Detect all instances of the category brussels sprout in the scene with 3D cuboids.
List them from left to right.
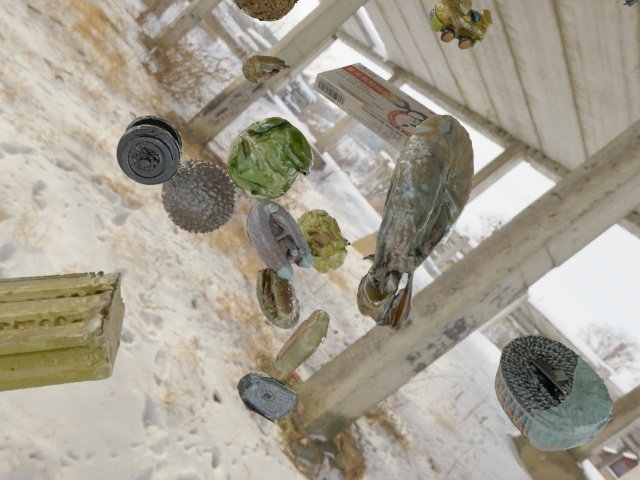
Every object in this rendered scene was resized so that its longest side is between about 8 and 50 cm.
[{"bbox_3d":[-0.169,-0.261,1.474,0.294,0.259,0.227,35,-3,32],"label":"brussels sprout"}]

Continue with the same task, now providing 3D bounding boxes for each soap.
[{"bbox_3d":[-0.460,0.132,0.663,0.199,0.315,0.091,-127,-145,-62],"label":"soap"}]

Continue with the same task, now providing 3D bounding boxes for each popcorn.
[{"bbox_3d":[0.000,0.000,1.979,0.286,0.215,0.252,59,-10,12],"label":"popcorn"}]

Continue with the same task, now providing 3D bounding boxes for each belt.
[{"bbox_3d":[0.540,0.358,1.085,0.257,0.207,0.150,54,-14,43],"label":"belt"}]

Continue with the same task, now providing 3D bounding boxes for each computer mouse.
[{"bbox_3d":[-0.167,0.483,1.449,0.231,0.126,0.071,40,-2,-29],"label":"computer mouse"}]

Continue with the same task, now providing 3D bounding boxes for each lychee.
[{"bbox_3d":[-0.462,-0.165,1.712,0.300,0.300,0.300,49,7,-8],"label":"lychee"}]

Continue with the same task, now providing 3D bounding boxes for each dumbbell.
[{"bbox_3d":[-0.541,-0.290,1.467,0.192,0.192,0.290,47,9,-27],"label":"dumbbell"}]

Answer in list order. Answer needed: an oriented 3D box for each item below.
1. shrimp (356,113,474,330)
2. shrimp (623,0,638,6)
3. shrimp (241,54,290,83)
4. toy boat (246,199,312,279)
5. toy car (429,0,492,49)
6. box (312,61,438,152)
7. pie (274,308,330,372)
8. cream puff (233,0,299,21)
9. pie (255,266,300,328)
[{"bbox_3d":[0.189,-0.042,0.868,0.110,0.445,0.221,7,-29,46],"label":"shrimp"},{"bbox_3d":[0.799,-0.539,0.949,0.198,0.262,0.051,51,44,-2],"label":"shrimp"},{"bbox_3d":[-0.204,-0.647,1.728,0.042,0.190,0.101,-146,-133,-61],"label":"shrimp"},{"bbox_3d":[-0.105,-0.012,1.233,0.155,0.085,0.227,-28,85,-44],"label":"toy boat"},{"bbox_3d":[0.579,-0.908,1.877,0.248,0.142,0.200,13,60,-17],"label":"toy car"},{"bbox_3d":[0.176,-0.411,1.384,0.353,0.069,0.214,42,47,18],"label":"box"},{"bbox_3d":[-0.072,0.404,1.889,0.092,0.315,0.315,41,8,-4],"label":"pie"},{"bbox_3d":[-0.127,-0.555,1.021,0.165,0.115,0.150,7,-9,-13],"label":"cream puff"},{"bbox_3d":[-0.109,0.152,1.284,0.163,0.079,0.193,37,33,-56],"label":"pie"}]
